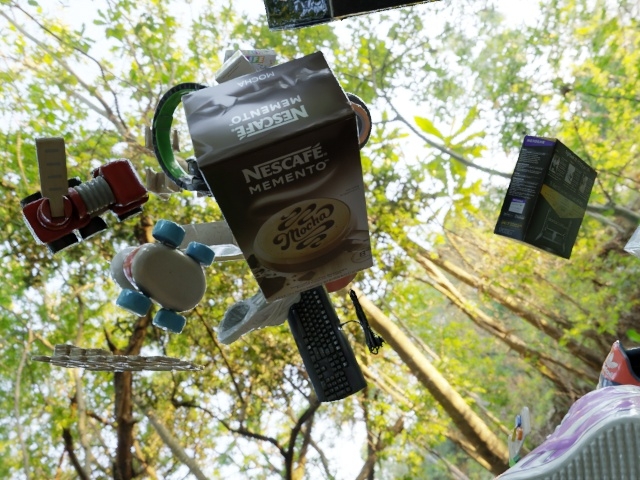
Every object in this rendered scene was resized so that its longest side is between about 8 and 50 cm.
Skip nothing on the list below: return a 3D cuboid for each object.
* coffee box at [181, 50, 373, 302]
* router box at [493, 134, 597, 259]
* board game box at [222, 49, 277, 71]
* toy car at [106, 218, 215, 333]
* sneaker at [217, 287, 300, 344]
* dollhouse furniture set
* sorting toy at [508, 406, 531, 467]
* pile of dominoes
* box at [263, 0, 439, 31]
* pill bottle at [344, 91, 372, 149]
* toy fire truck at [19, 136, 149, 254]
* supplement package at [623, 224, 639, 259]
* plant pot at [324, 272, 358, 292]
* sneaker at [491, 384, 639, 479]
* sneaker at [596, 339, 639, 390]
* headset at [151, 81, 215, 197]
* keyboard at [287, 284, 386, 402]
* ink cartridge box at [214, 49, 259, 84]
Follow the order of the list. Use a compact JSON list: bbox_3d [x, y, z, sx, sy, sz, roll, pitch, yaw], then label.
[{"bbox_3d":[-0.037,-0.059,0.644,0.168,0.119,0.297,-19,-34,-3],"label":"coffee box"},{"bbox_3d":[0.564,-0.096,1.272,0.308,0.081,0.243,14,-86,-45],"label":"router box"},{"bbox_3d":[-0.214,-0.515,1.528,0.154,0.026,0.103,-11,-31,-27],"label":"board game box"},{"bbox_3d":[-0.420,0.084,1.259,0.210,0.237,0.219,42,-120,-44],"label":"toy car"},{"bbox_3d":[-0.136,0.180,1.220,0.232,0.090,0.115,-38,-54,-6],"label":"sneaker"},{"bbox_3d":[-0.312,-0.151,1.583,0.256,0.361,0.395,56,-151,-76],"label":"dollhouse furniture set"},{"bbox_3d":[0.273,0.277,0.713,0.083,0.012,0.062,-49,-24,-63],"label":"sorting toy"},{"bbox_3d":[-0.356,0.209,0.936,0.196,0.250,0.040,85,-175,-70],"label":"pile of dominoes"},{"bbox_3d":[0.093,-0.787,1.208,0.471,0.297,0.481,-23,-64,-29],"label":"box"},{"bbox_3d":[0.034,-0.243,1.081,0.131,0.130,0.246,-60,14,7],"label":"pill bottle"},{"bbox_3d":[-0.431,-0.098,0.941,0.217,0.246,0.159,-32,-82,-30],"label":"toy fire truck"},{"bbox_3d":[0.531,0.003,0.588,0.145,0.204,0.262,-57,-8,2],"label":"supplement package"},{"bbox_3d":[0.000,0.000,1.560,0.275,0.274,0.243,-48,-16,-13],"label":"plant pot"},{"bbox_3d":[0.305,0.284,0.641,0.282,0.102,0.161,-44,-12,24],"label":"sneaker"},{"bbox_3d":[0.612,0.201,0.773,0.131,0.349,0.148,-78,-21,-62],"label":"sneaker"},{"bbox_3d":[-0.233,-0.200,1.138,0.185,0.393,0.244,-25,-43,-61],"label":"headset"},{"bbox_3d":[0.030,0.210,1.233,0.201,0.318,0.033,-27,-21,6],"label":"keyboard"},{"bbox_3d":[-0.151,-0.349,1.263,0.092,0.159,0.218,-40,-65,8],"label":"ink cartridge box"}]
